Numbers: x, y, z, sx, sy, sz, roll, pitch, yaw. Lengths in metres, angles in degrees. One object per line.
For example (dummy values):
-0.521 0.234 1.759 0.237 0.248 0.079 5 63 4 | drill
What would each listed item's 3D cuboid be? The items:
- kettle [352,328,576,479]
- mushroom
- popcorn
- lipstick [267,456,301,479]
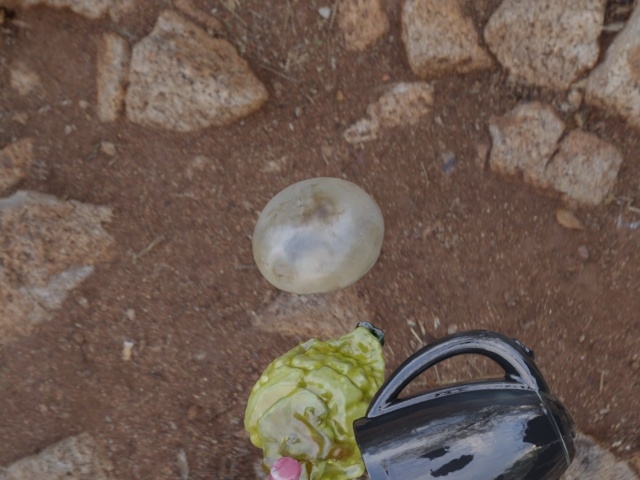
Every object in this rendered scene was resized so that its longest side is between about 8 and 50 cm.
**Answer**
0.202 0.269 1.158 0.290 0.207 0.268 -24 84 4 | kettle
0.000 0.000 1.387 0.227 0.178 0.226 -17 37 13 | mushroom
0.001 0.332 1.570 0.293 0.237 0.292 3 108 9 | popcorn
-0.048 0.292 0.899 0.054 0.234 0.053 4 55 -6 | lipstick
